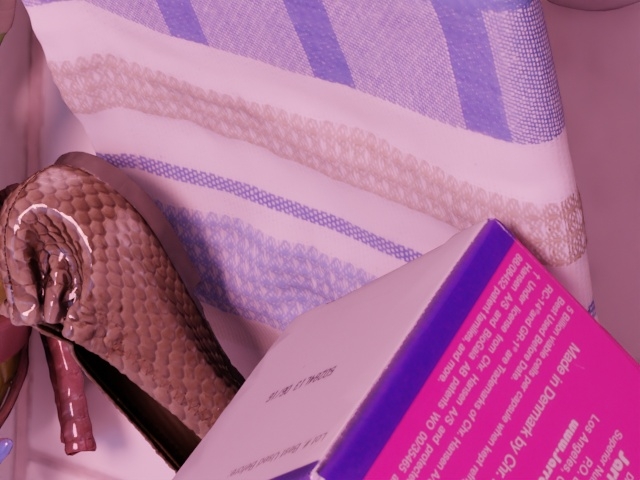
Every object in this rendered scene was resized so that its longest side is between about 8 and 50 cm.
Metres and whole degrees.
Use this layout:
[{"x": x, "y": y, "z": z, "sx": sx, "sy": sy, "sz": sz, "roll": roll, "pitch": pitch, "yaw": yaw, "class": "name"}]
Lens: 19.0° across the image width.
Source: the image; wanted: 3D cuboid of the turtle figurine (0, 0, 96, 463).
[{"x": -0.222, "y": -0.009, "z": 0.798, "sx": 0.274, "sy": 0.198, "sz": 0.266, "roll": 26, "pitch": 111, "yaw": 27, "class": "turtle figurine"}]

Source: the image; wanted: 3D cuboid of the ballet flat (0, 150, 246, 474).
[{"x": -0.040, "y": 0.078, "z": 0.700, "sx": 0.084, "sy": 0.058, "sz": 0.250, "roll": 0, "pitch": 131, "yaw": 48, "class": "ballet flat"}]

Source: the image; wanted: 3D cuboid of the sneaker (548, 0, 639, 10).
[{"x": 0.123, "y": -0.159, "z": 0.523, "sx": 0.321, "sy": 0.180, "sz": 0.125, "roll": -40, "pitch": 74, "yaw": 34, "class": "sneaker"}]

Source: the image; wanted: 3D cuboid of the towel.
[{"x": 0.000, "y": 0.000, "z": 0.643, "sx": 0.209, "sy": 0.034, "sz": 0.285, "roll": 22, "pitch": 146, "yaw": 31, "class": "towel"}]

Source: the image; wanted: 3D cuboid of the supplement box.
[{"x": 0.070, "y": 0.117, "z": 0.585, "sx": 0.220, "sy": 0.114, "sz": 0.111, "roll": 46, "pitch": 144, "yaw": -12, "class": "supplement box"}]
